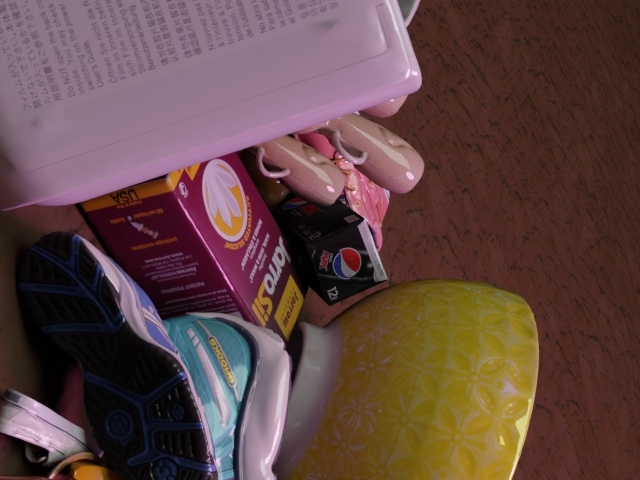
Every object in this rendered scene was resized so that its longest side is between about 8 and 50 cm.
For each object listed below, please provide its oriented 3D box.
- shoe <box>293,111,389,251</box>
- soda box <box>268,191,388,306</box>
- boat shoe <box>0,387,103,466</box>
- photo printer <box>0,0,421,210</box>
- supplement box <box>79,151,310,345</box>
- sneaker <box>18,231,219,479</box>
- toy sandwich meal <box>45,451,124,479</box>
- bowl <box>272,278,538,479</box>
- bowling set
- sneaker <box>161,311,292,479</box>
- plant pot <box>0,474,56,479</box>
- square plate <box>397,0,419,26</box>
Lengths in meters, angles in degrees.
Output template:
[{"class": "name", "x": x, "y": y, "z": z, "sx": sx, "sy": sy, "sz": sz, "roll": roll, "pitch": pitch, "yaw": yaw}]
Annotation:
[{"class": "shoe", "x": 0.015, "y": -0.063, "z": 1.563, "sx": 0.081, "sy": 0.064, "sz": 0.178, "roll": -85, "pitch": 153, "yaw": -42}, {"class": "soda box", "x": 0.000, "y": 0.000, "z": 1.420, "sx": 0.169, "sy": 0.053, "sz": 0.060, "roll": -139, "pitch": -154, "yaw": -70}, {"class": "boat shoe", "x": -0.180, "y": 0.131, "z": 1.133, "sx": 0.035, "sy": 0.035, "sz": 0.100, "roll": -63, "pitch": 145, "yaw": -13}, {"class": "photo printer", "x": -0.117, "y": -0.168, "z": 1.093, "sx": 0.107, "sy": 0.308, "sz": 0.256, "roll": -96, "pitch": 167, "yaw": -80}, {"class": "supplement box", "x": -0.091, "y": 0.003, "z": 1.306, "sx": 0.188, "sy": 0.081, "sz": 0.104, "roll": 61, "pitch": 31, "yaw": -31}, {"class": "sneaker", "x": -0.122, "y": 0.086, "z": 1.166, "sx": 0.211, "sy": 0.080, "sz": 0.081, "roll": 62, "pitch": 14, "yaw": 14}, {"class": "toy sandwich meal", "x": -0.158, "y": 0.177, "z": 1.126, "sx": 0.085, "sy": 0.029, "sz": 0.085, "roll": -27, "pitch": 124, "yaw": -50}, {"class": "bowl", "x": 0.031, "y": 0.145, "z": 1.351, "sx": 0.156, "sy": 0.289, "sz": 0.289, "roll": 23, "pitch": 49, "yaw": -14}, {"class": "bowling set", "x": -0.040, "y": -0.109, "z": 1.370, "sx": 0.154, "sy": 0.200, "sz": 0.287, "roll": 32, "pitch": 29, "yaw": -26}, {"class": "sneaker", "x": -0.096, "y": 0.186, "z": 1.224, "sx": 0.110, "sy": 0.107, "sz": 0.275, "roll": 11, "pitch": 72, "yaw": -24}, {"class": "plant pot", "x": -0.190, "y": 0.233, "z": 0.714, "sx": 0.272, "sy": 0.265, "sz": 0.272, "roll": 26, "pitch": 48, "yaw": -34}, {"class": "square plate", "x": -0.050, "y": -0.323, "z": 1.392, "sx": 0.347, "sy": 0.049, "sz": 0.344, "roll": 31, "pitch": 37, "yaw": -4}]
